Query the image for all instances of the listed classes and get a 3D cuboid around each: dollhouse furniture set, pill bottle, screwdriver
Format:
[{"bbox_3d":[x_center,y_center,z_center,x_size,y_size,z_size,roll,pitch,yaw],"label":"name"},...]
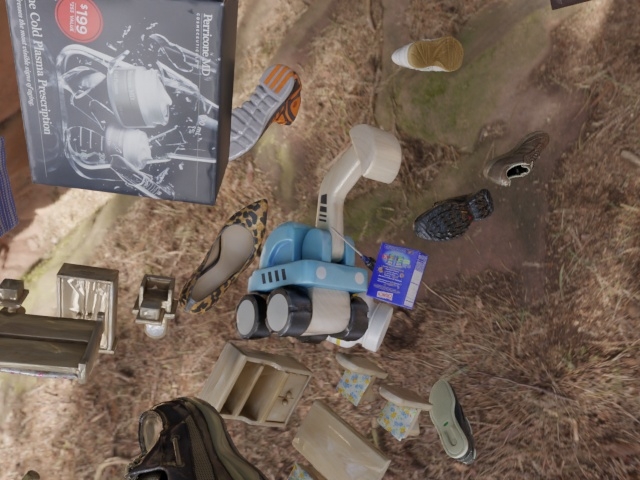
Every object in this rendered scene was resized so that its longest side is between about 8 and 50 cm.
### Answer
[{"bbox_3d":[-0.040,0.399,1.314,0.394,0.256,0.362,30,94,41],"label":"dollhouse furniture set"},{"bbox_3d":[-0.421,0.208,1.051,0.303,0.356,0.174,7,118,-8],"label":"dollhouse furniture set"},{"bbox_3d":[0.038,0.204,1.844,0.333,0.188,0.188,21,86,13],"label":"pill bottle"},{"bbox_3d":[0.070,0.024,1.197,0.025,0.170,0.024,-49,34,9],"label":"screwdriver"}]

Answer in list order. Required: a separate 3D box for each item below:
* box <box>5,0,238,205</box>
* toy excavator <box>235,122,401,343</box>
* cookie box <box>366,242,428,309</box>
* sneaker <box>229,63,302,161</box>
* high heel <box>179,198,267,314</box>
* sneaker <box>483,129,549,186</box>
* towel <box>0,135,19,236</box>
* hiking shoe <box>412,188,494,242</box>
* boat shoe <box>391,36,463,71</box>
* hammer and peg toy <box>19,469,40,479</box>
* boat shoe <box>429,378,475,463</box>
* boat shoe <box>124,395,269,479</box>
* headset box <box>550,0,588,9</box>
[{"bbox_3d":[-0.306,-0.261,1.013,0.312,0.343,0.179,6,34,-4],"label":"box"},{"bbox_3d":[0.000,0.000,1.392,0.433,0.222,0.445,-16,70,52],"label":"toy excavator"},{"bbox_3d":[0.144,0.066,1.162,0.091,0.040,0.107,14,84,45],"label":"cookie box"},{"bbox_3d":[-0.159,-0.335,1.739,0.321,0.180,0.124,-45,76,9],"label":"sneaker"},{"bbox_3d":[-0.177,0.029,1.198,0.093,0.186,0.261,35,90,-6],"label":"high heel"},{"bbox_3d":[0.452,-0.175,1.369,0.188,0.066,0.071,-33,52,-15],"label":"sneaker"},{"bbox_3d":[-0.793,-0.107,1.455,0.040,0.336,0.243,-4,108,-6],"label":"towel"},{"bbox_3d":[0.279,-0.047,1.367,0.114,0.226,0.086,-13,96,59],"label":"hiking shoe"},{"bbox_3d":[0.317,-0.550,1.815,0.096,0.277,0.098,14,109,44],"label":"boat shoe"},{"bbox_3d":[-0.433,0.429,0.719,0.361,0.127,0.266,10,71,55],"label":"hammer and peg toy"},{"bbox_3d":[0.344,0.469,1.606,0.084,0.079,0.233,-41,34,24],"label":"boat shoe"},{"bbox_3d":[-0.169,0.280,0.723,0.355,0.130,0.132,10,99,58],"label":"boat shoe"},{"bbox_3d":[0.396,-0.560,0.972,0.110,0.293,0.218,-7,46,26],"label":"headset box"}]
